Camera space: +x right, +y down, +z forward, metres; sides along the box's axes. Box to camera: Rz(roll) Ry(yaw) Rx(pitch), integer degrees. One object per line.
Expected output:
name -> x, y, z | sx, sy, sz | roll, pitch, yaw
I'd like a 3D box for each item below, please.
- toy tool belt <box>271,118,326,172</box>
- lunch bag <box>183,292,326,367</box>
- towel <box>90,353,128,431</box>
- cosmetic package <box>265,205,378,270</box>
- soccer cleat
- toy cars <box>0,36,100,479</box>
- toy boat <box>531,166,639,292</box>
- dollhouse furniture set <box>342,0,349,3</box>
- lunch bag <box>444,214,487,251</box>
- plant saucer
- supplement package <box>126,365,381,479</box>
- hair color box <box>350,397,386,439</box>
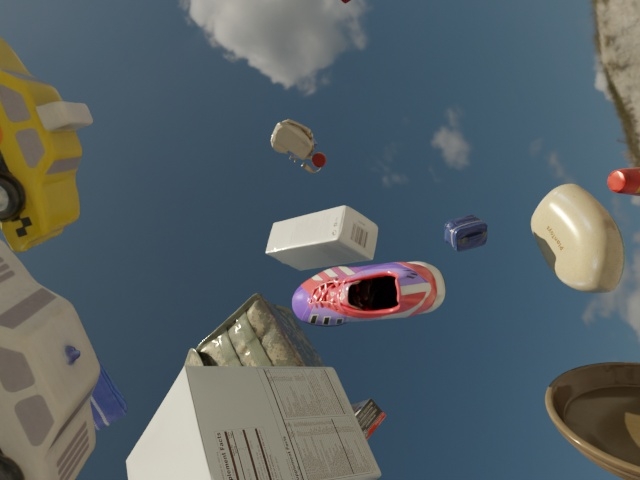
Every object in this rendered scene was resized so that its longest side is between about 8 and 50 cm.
toy tool belt -> -0.027, -0.131, 0.692 | 0.083, 0.052, 0.051 | 32, -166, -5
lunch bag -> -0.145, 0.291, 1.004 | 0.235, 0.287, 0.169 | 53, -171, 34
towel -> -0.534, 0.368, 0.929 | 0.336, 0.243, 0.040 | -35, -121, -30
cosmetic package -> 0.000, 0.000, 1.103 | 0.117, 0.231, 0.086 | 31, -118, -39
soccer cleat -> 0.048, 0.091, 0.853 | 0.116, 0.318, 0.109 | 2, -101, -47
toy cars -> -0.212, -0.006, 0.367 | 0.176, 0.087, 0.394 | 72, 180, -62
toy boat -> 0.610, -0.038, 1.083 | 0.148, 0.318, 0.268 | -1, -126, -17
dollhouse furniture set -> 0.110, -0.538, 0.829 | 0.201, 0.374, 0.152 | 28, -118, -37
lunch bag -> 0.357, -0.016, 1.213 | 0.098, 0.065, 0.067 | -16, -61, -9
plant saucer -> 0.449, 0.243, 0.668 | 0.277, 0.277, 0.041 | -17, -73, -42
supplement package -> -0.084, 0.260, 0.576 | 0.203, 0.194, 0.149 | 12, -145, -38
hair color box -> 0.052, 0.331, 0.903 | 0.043, 0.141, 0.072 | 48, -122, 4
